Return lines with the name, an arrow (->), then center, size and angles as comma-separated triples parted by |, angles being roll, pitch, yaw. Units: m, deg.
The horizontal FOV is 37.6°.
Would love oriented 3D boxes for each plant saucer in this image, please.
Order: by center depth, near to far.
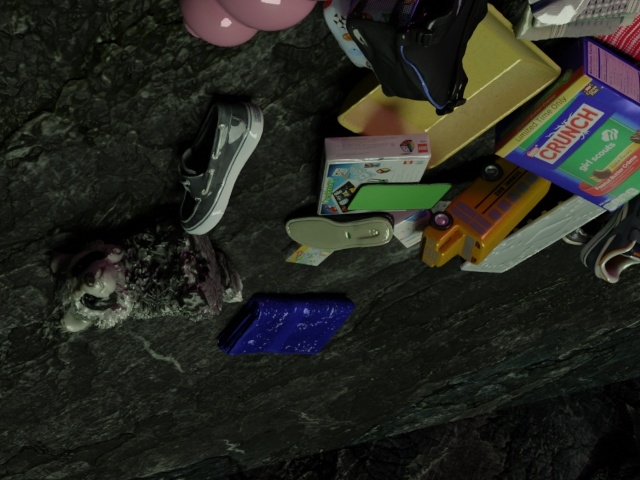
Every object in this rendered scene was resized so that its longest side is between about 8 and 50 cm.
plant saucer -> 0.230, -0.292, 1.726 | 0.332, 0.081, 0.332 | -36, 149, 24

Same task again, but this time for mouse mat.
mouse mat -> 0.155, -0.086, 1.870 | 0.189, 0.007, 0.152 | 0, 163, -12

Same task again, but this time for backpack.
backpack -> 0.144, -0.360, 1.387 | 0.263, 0.213, 0.276 | -62, 158, -7

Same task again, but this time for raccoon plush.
raccoon plush -> -0.350, 0.116, 1.922 | 0.299, 0.216, 0.446 | -16, 152, 7

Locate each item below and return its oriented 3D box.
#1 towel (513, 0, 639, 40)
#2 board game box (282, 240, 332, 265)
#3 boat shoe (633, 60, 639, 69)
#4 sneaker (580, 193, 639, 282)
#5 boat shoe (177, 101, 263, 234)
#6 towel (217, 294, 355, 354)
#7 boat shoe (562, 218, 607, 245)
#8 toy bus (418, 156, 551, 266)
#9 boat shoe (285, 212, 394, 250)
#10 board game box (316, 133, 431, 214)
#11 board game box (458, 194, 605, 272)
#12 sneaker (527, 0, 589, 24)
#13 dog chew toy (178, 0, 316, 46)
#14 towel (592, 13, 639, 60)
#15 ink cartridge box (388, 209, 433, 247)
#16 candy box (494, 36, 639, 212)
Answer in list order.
towel -> 0.499, -0.468, 1.556 | 0.312, 0.056, 0.324 | -15, 145, -32
board game box -> 0.000, 0.000, 2.126 | 0.103, 0.026, 0.154 | 9, 139, -44
boat shoe -> 0.635, -0.311, 1.959 | 0.285, 0.105, 0.089 | -38, 139, 22
sneaker -> 0.827, -0.028, 2.464 | 0.126, 0.127, 0.321 | 17, 116, -33
boat shoe -> -0.207, -0.127, 1.682 | 0.102, 0.108, 0.301 | 3, 139, -34
towel -> -0.084, 0.223, 2.402 | 0.308, 0.076, 0.228 | 2, 145, -36
boat shoe -> 0.743, -0.024, 2.546 | 0.206, 0.075, 0.065 | 3, 147, -30
toy bus -> 0.359, -0.062, 2.060 | 0.332, 0.130, 0.108 | -43, 159, -24
boat shoe -> 0.043, -0.030, 2.013 | 0.233, 0.079, 0.084 | -1, 121, 12
board game box -> 0.095, -0.124, 1.835 | 0.192, 0.053, 0.305 | -3, 164, -5
board game box -> 0.552, -0.042, 2.317 | 0.390, 0.050, 0.390 | -33, 164, 20
sneaker -> 0.295, -0.488, 1.393 | 0.127, 0.182, 0.316 | -22, 122, -3
dog chew toy -> -0.065, -0.380, 1.262 | 0.331, 0.207, 0.206 | -30, 152, 32
towel -> 0.607, -0.441, 1.781 | 0.274, 0.031, 0.199 | 9, 138, -43
ink cartridge box -> 0.198, -0.056, 2.098 | 0.092, 0.090, 0.143 | -29, 150, 13
candy box -> 0.554, -0.223, 1.881 | 0.317, 0.122, 0.268 | 25, 140, -18
